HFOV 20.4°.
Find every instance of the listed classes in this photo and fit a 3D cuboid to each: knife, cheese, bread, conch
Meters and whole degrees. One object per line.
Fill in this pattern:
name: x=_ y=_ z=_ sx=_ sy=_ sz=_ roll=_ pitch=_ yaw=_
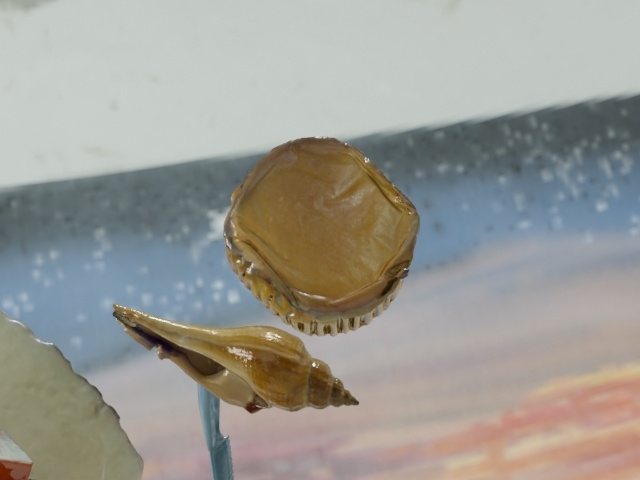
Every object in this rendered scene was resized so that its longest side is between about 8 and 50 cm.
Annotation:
knife: x=-0.137 y=0.278 z=2.374 sx=0.044 sy=0.019 sz=0.313 roll=-36 pitch=-44 yaw=-38
cheese: x=-0.364 y=0.220 z=1.954 sx=0.153 sy=0.332 sz=0.292 roll=-43 pitch=7 yaw=-31
bread: x=-0.001 y=0.000 z=1.818 sx=0.199 sy=0.199 sz=0.104 roll=-9 pitch=-17 yaw=-5
conch: x=-0.103 y=0.139 z=2.191 sx=0.330 sy=0.093 sz=0.109 roll=24 pitch=-38 yaw=15

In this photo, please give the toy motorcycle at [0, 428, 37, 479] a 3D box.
toy motorcycle: x=-0.325 y=0.287 z=1.636 sx=0.148 sy=0.326 sz=0.221 roll=12 pitch=-81 yaw=-31
